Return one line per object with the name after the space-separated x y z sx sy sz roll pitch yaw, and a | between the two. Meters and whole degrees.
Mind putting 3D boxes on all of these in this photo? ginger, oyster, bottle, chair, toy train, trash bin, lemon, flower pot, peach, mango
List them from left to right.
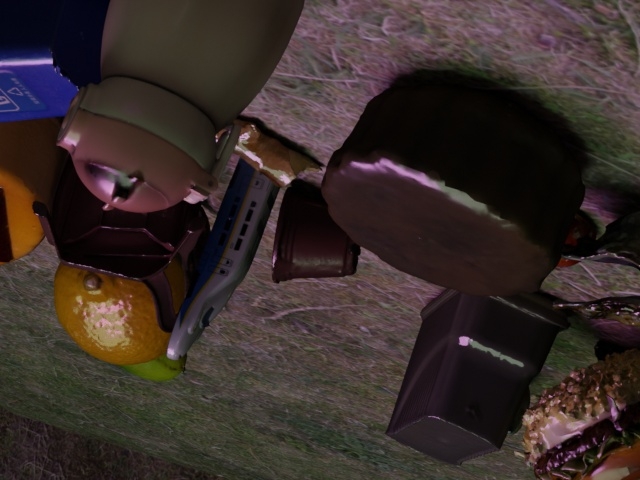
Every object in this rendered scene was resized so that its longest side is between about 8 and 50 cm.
-0.302 -0.196 1.532 0.235 0.184 0.162 2 157 23 | trash bin
-0.270 0.076 2.286 0.187 0.186 0.244 16 163 20 | lemon
-0.311 0.145 2.683 0.233 0.111 0.125 33 156 -30 | mango
-0.212 -0.027 1.906 0.183 0.175 0.326 14 157 -2 | chair
-0.120 -0.129 1.342 0.148 0.236 0.147 21 164 7 | bottle
-0.105 0.026 1.815 0.051 0.233 0.052 17 163 11 | toy train
-0.062 -0.091 1.736 0.137 0.044 0.057 30 180 -18 | ginger
0.000 0.000 1.848 0.089 0.111 0.111 8 162 6 | flower pot
0.228 -0.001 1.632 0.077 0.050 0.083 18 167 20 | peach
0.360 0.038 1.459 0.351 0.158 0.162 -7 -170 46 | oyster

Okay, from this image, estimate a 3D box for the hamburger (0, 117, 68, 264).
-0.436 -0.089 1.915 0.300 0.176 0.300 -3 147 -2 | hamburger

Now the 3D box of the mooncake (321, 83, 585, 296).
0.121 -0.051 1.488 0.228 0.124 0.228 23 160 9 | mooncake

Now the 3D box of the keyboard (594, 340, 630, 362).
0.381 0.176 2.035 0.072 0.023 0.231 12 161 23 | keyboard

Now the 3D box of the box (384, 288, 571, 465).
0.178 0.158 1.968 0.138 0.178 0.274 23 164 -4 | box

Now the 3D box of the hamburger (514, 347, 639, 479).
0.338 0.195 1.851 0.262 0.138 0.243 -25 167 11 | hamburger

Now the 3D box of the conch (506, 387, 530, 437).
0.214 0.208 2.221 0.173 0.106 0.116 29 150 29 | conch
